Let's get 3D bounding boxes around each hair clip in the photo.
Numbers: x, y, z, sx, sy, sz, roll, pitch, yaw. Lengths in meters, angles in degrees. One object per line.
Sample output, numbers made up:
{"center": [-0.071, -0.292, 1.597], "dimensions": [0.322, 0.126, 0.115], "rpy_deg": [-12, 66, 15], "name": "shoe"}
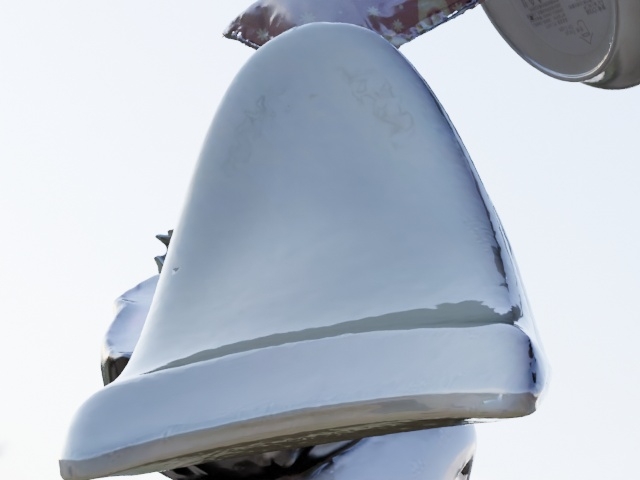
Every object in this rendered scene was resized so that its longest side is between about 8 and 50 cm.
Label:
{"center": [0.004, 0.018, 0.799], "dimensions": [0.172, 0.282, 0.113], "rpy_deg": [-10, -52, 9], "name": "hair clip"}

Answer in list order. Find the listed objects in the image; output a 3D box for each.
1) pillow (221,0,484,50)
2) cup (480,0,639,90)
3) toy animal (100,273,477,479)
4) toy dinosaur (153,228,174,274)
{"center": [0.041, -0.154, 1.183], "dimensions": [0.118, 0.185, 0.043], "rpy_deg": [40, -19, 43], "name": "pillow"}
{"center": [0.320, -0.254, 1.584], "dimensions": [0.323, 0.327, 0.237], "rpy_deg": [46, -29, 28], "name": "cup"}
{"center": [-0.009, 0.120, 1.112], "dimensions": [0.165, 0.187, 0.235], "rpy_deg": [-8, -69, 53], "name": "toy animal"}
{"center": [-0.084, -0.005, 1.533], "dimensions": [0.032, 0.220, 0.108], "rpy_deg": [38, 26, 29], "name": "toy dinosaur"}
